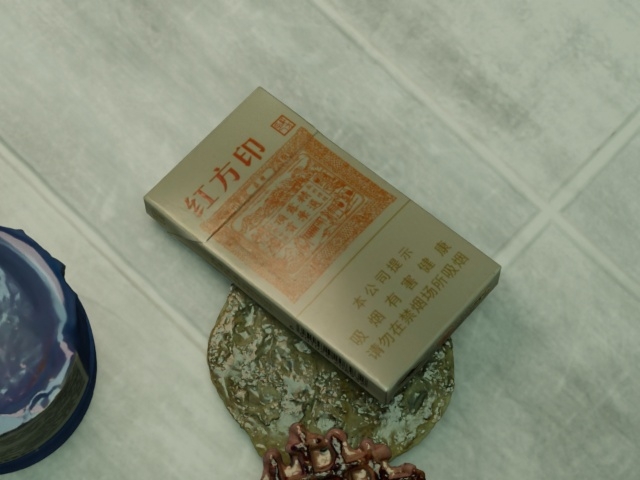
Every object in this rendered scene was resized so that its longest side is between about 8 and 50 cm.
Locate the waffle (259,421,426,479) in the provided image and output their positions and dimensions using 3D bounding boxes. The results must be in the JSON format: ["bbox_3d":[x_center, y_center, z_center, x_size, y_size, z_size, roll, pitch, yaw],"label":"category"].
[{"bbox_3d":[0.011,0.324,1.796,0.221,0.055,0.234,25,82,-5],"label":"waffle"}]

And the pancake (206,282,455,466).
[{"bbox_3d":[0.012,0.137,1.865,0.282,0.049,0.282,1,74,-3],"label":"pancake"}]

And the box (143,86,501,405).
[{"bbox_3d":[0.000,-0.001,1.863,0.365,0.051,0.204,38,69,18],"label":"box"}]

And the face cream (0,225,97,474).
[{"bbox_3d":[-0.367,0.117,1.756,0.249,0.225,0.249,1,75,-5],"label":"face cream"}]
